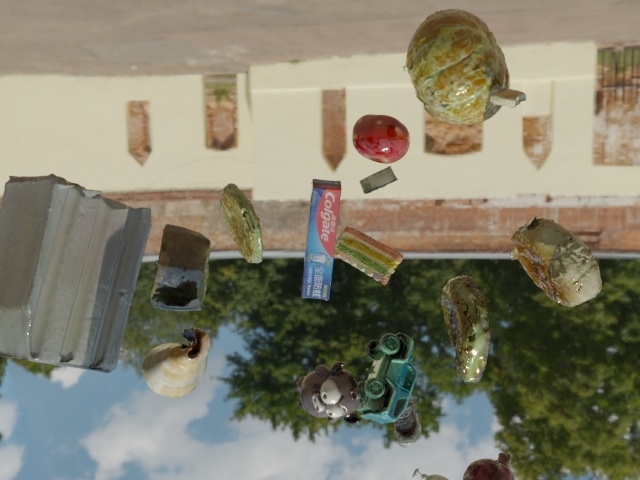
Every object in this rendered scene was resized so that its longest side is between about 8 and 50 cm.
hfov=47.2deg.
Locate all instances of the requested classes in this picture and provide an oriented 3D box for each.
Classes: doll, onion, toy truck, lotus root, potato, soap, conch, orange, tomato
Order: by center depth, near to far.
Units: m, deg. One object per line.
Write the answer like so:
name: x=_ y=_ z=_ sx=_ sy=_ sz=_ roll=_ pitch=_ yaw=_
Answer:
conch: x=-0.299 y=0.277 z=1.616 sx=0.158 sy=0.127 sz=0.255 roll=-36 pitch=-172 yaw=-27
lotus root: x=-0.322 y=0.082 z=1.688 sx=0.119 sy=0.235 sz=0.138 roll=11 pitch=-132 yaw=-5
soap: x=-0.629 y=0.089 z=1.788 sx=0.213 sy=0.435 sz=0.350 roll=6 pitch=171 yaw=27
orange: x=0.376 y=-0.475 z=2.021 sx=0.249 sy=0.329 sz=0.329 roll=-25 pitch=180 yaw=22
doll: x=0.022 y=0.432 z=2.074 sx=0.117 sy=0.182 sz=0.257 roll=-19 pitch=-175 yaw=-33
onion: x=0.543 y=0.732 z=2.255 sx=0.198 sy=0.173 sz=0.135 roll=-51 pitch=-174 yaw=-24
toy truck: x=0.207 y=0.427 z=2.297 sx=0.156 sy=0.279 sz=0.155 roll=27 pitch=156 yaw=-8
tomato: x=0.191 y=-0.323 z=2.347 sx=0.195 sy=0.136 sz=0.195 roll=21 pitch=172 yaw=3
potato: x=0.200 y=-0.209 z=2.550 sx=0.122 sy=0.061 sz=0.086 roll=-26 pitch=-178 yaw=-29

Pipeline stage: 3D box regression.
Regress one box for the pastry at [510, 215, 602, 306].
pastry: x=0.570 y=0.060 z=1.787 sx=0.121 sy=0.236 sz=0.257 roll=-35 pitch=159 yaw=-6

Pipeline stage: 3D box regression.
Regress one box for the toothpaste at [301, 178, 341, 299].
toothpaste: x=0.001 y=0.000 z=1.882 sx=0.076 sy=0.320 sz=0.066 roll=4 pitch=-153 yaw=-2

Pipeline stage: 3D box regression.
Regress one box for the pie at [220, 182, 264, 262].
pie: x=-0.278 y=-0.065 z=2.627 sx=0.071 sy=0.306 sz=0.306 roll=-26 pitch=-161 yaw=-23

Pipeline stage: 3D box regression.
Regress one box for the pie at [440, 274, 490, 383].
pie: x=0.425 y=0.263 z=2.140 sx=0.103 sy=0.354 sz=0.288 roll=-6 pitch=-136 yaw=-1

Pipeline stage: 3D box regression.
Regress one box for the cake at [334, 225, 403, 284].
cake: x=0.138 y=0.040 z=2.280 sx=0.225 sy=0.109 sz=0.090 roll=30 pitch=179 yaw=36

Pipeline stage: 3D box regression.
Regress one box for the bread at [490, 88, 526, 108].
bread: x=0.475 y=-0.361 z=1.852 sx=0.070 sy=0.035 sz=0.083 roll=18 pitch=-145 yaw=31

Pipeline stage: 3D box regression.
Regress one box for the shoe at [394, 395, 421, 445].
shoe: x=0.305 y=0.622 z=2.655 sx=0.099 sy=0.125 sz=0.227 roll=-11 pitch=-126 yaw=1

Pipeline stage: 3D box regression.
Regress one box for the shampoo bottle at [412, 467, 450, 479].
shampoo bottle: x=0.343 y=0.726 z=2.169 sx=0.152 sy=0.077 sz=0.045 roll=37 pitch=-168 yaw=8
